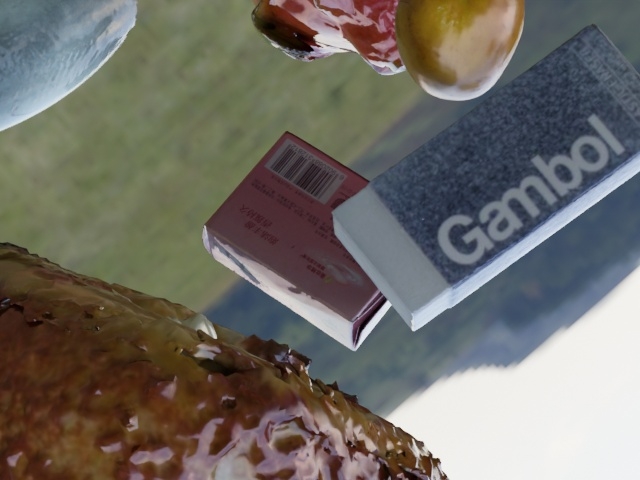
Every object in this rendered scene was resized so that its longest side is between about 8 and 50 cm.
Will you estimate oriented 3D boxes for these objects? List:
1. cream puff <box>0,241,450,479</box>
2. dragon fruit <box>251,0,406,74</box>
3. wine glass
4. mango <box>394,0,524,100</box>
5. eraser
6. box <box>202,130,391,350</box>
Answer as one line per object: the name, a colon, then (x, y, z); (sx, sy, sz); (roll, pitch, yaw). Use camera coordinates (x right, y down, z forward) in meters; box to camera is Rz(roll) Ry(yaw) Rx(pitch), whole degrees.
cream puff: (-0.071, 0.098, 0.743); (0.240, 0.240, 0.164); (-14, 127, -85)
dragon fruit: (0.049, -0.266, 1.496); (0.305, 0.305, 0.226); (-42, -158, 14)
wine glass: (-0.219, -0.123, 1.059); (0.309, 0.096, 0.264); (-42, 162, -35)
mango: (0.051, -0.082, 0.716); (0.089, 0.046, 0.060); (-70, 173, -81)
eraser: (0.116, -0.040, 1.233); (0.212, 0.092, 0.046); (-35, 164, -10)
box: (0.000, 0.000, 1.503); (0.111, 0.156, 0.060); (-49, 160, -20)
